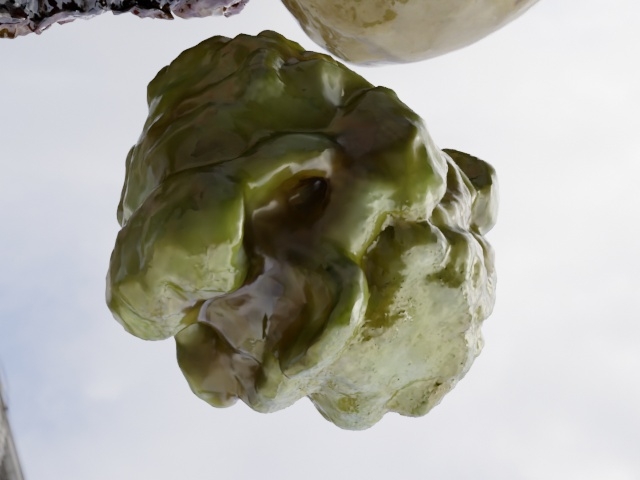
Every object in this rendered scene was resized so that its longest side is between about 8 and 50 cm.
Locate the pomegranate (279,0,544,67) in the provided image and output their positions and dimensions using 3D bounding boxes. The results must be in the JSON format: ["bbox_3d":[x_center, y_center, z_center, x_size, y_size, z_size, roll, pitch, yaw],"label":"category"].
[{"bbox_3d":[0.071,-0.310,1.206,0.332,0.333,0.332,-3,-144,2],"label":"pomegranate"}]

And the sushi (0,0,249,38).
[{"bbox_3d":[-0.203,-0.240,0.972,0.343,0.182,0.196,-6,-161,-8],"label":"sushi"}]

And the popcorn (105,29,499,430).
[{"bbox_3d":[0.000,0.000,0.788,0.250,0.235,0.242,21,-129,-16],"label":"popcorn"}]
